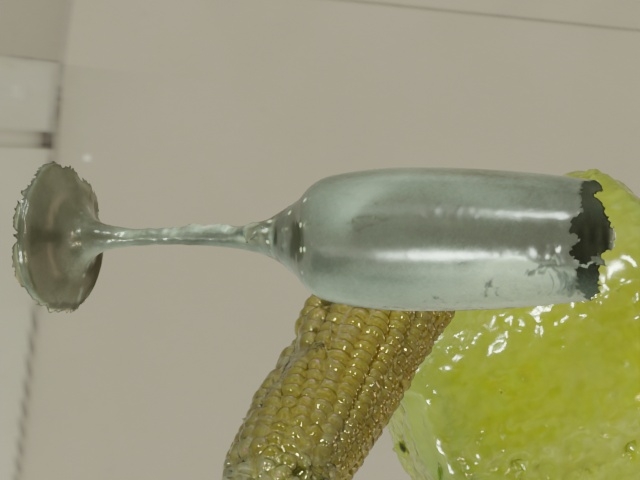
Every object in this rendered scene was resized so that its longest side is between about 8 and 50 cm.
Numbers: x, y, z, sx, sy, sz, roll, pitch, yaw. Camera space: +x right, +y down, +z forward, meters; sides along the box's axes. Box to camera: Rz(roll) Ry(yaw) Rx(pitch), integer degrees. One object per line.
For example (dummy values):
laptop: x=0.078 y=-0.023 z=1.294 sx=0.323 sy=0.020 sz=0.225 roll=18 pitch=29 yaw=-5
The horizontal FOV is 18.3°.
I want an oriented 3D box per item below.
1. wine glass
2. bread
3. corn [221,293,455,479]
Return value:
wine glass: x=0.000 y=0.000 z=0.848 sx=0.262 sy=0.074 sz=0.074 roll=0 pitch=92 yaw=23
bread: x=0.208 y=0.135 z=1.818 sx=0.308 sy=0.348 sz=0.348 roll=-26 pitch=82 yaw=-2
corn: x=0.020 y=0.065 z=1.207 sx=0.087 sy=0.288 sz=0.086 roll=15 pitch=131 yaw=18
